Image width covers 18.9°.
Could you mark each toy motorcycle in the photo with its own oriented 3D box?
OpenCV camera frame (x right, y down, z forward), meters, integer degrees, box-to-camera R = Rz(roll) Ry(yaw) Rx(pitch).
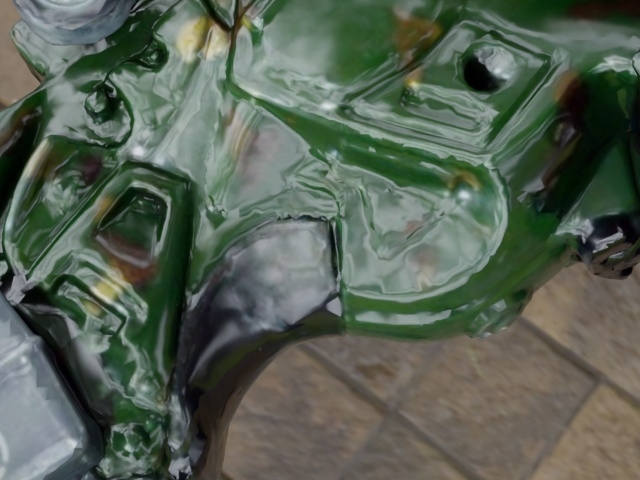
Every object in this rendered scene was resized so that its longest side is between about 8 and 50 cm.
[{"bbox_3d":[0.000,0.000,0.469,0.274,0.125,0.187,-37,75,-4],"label":"toy motorcycle"}]
